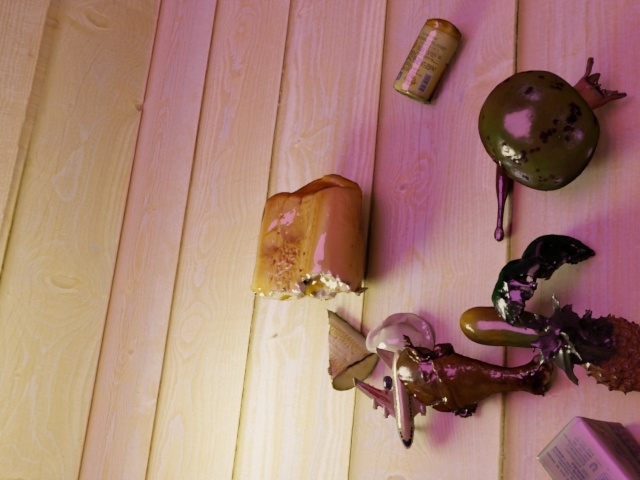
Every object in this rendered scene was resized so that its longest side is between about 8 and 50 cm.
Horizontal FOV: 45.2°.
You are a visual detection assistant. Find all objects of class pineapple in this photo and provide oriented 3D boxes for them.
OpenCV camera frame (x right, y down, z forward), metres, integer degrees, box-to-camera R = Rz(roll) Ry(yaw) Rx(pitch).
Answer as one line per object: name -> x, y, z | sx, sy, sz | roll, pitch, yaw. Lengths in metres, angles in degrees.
pineapple -> 0.520, 0.206, 1.518 | 0.166, 0.365, 0.165 | -27, 54, 45

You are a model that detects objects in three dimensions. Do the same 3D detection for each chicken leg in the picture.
chicken leg -> 0.351, 0.340, 1.806 | 0.361, 0.211, 0.140 | 9, 46, 23

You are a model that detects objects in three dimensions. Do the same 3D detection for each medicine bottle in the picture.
medicine bottle -> 0.310, -0.518, 2.206 | 0.124, 0.124, 0.238 | 36, 102, 48

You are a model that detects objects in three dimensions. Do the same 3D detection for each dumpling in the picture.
dumpling -> 0.211, 0.248, 2.039 | 0.169, 0.100, 0.134 | -8, 57, 44

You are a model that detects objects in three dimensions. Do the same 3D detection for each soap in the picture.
soap -> 0.564, 0.462, 1.507 | 0.138, 0.182, 0.199 | -54, 44, 21

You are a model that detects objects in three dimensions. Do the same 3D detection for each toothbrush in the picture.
toothbrush -> 0.468, -0.174, 1.962 | 0.041, 0.041, 0.363 | -7, 71, 46

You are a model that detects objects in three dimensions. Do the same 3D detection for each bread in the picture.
bread -> 0.000, 0.000, 2.256 | 0.361, 0.250, 0.393 | -11, 64, 42

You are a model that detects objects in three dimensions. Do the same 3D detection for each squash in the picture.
squash -> 0.035, 0.317, 2.193 | 0.170, 0.093, 0.252 | -30, 38, -21

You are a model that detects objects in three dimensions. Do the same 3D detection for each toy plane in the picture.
toy plane -> 0.209, 0.394, 1.950 | 0.242, 0.104, 0.255 | -5, 93, 3

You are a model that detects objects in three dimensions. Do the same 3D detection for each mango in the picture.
mango -> 0.437, 0.202, 1.783 | 0.238, 0.137, 0.091 | 6, 98, 28

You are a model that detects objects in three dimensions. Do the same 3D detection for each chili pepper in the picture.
chili pepper -> 0.474, 0.068, 1.728 | 0.264, 0.116, 0.148 | -44, 32, -19

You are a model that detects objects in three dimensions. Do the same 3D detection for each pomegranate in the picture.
pomegranate -> 0.532, -0.269, 1.762 | 0.323, 0.291, 0.290 | -31, 54, 26
